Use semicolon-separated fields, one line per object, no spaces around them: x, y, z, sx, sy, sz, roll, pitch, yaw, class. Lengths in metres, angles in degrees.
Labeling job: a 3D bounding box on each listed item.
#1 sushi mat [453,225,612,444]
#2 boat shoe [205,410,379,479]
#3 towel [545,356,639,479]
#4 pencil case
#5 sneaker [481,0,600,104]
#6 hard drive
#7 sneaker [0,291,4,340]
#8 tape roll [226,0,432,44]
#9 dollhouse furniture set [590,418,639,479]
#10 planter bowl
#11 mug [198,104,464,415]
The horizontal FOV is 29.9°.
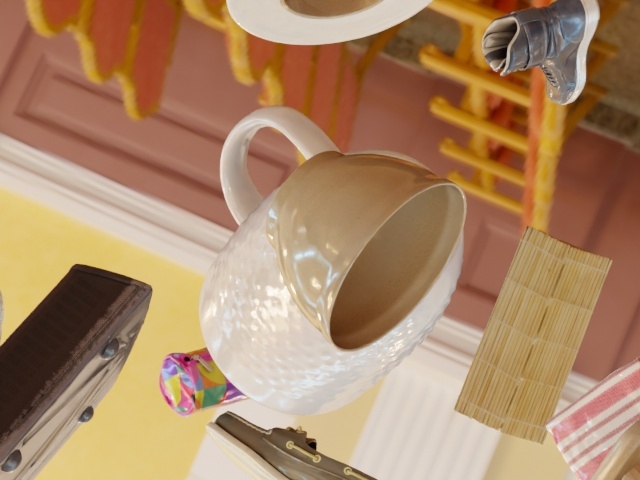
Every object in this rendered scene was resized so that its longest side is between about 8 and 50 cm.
0.329;0.146;1.846;0.151;0.316;0.019;24;173;-9;sushi mat
-0.029;0.320;1.693;0.305;0.091;0.109;28;157;28;boat shoe
0.351;0.244;1.306;0.029;0.144;0.197;-3;-123;-55;towel
-0.127;0.194;1.797;0.236;0.104;0.104;-11;-162;-40;pencil case
0.317;-0.269;1.790;0.226;0.164;0.086;85;161;-56;sneaker
-0.184;0.108;0.750;0.054;0.172;0.254;39;156;1;hard drive
-0.463;0.073;1.535;0.110;0.122;0.283;10;146;-6;sneaker
0.027;-0.453;2.012;0.392;0.072;0.392;-9;161;-3;tape roll
0.365;0.278;0.944;0.394;0.256;0.362;-8;-135;-36;dollhouse furniture set
0.026;-0.006;0.971;0.109;0.162;0.162;38;180;27;planter bowl
0.000;0.000;1.529;0.374;0.276;0.328;55;144;10;mug
